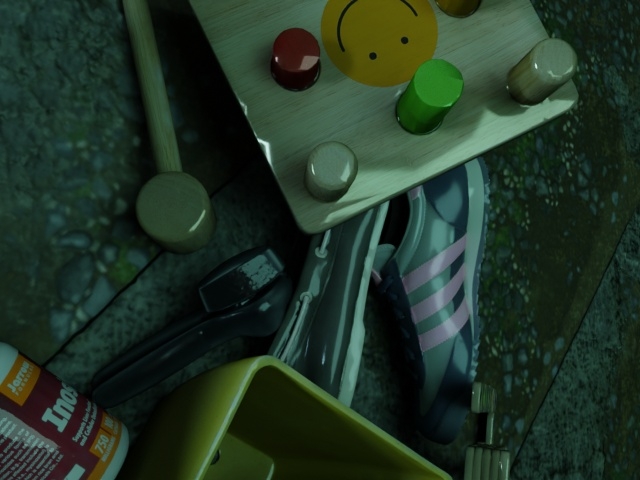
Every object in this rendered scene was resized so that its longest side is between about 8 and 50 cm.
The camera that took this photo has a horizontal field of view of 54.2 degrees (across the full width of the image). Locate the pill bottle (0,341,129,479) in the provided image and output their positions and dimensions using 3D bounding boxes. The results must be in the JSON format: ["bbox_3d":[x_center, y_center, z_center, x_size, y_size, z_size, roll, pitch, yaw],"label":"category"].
[{"bbox_3d":[-0.216,0.126,0.431,0.152,0.086,0.086,45,61,-25],"label":"pill bottle"}]

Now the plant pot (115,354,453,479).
[{"bbox_3d":[-0.062,0.223,0.473,0.212,0.187,0.212,39,64,-26],"label":"plant pot"}]

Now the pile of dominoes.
[{"bbox_3d":[0.184,0.253,0.661,0.251,0.040,0.196,36,59,-66],"label":"pile of dominoes"}]

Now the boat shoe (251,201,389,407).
[{"bbox_3d":[0.000,0.000,0.591,0.095,0.112,0.335,13,72,-11],"label":"boat shoe"}]

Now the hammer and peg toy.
[{"bbox_3d":[-0.007,-0.149,0.498,0.361,0.127,0.266,-25,86,-6],"label":"hammer and peg toy"}]

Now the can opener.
[{"bbox_3d":[-0.103,0.074,0.511,0.186,0.059,0.073,-33,102,-3],"label":"can opener"}]

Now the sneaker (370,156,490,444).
[{"bbox_3d":[0.101,0.059,0.684,0.131,0.112,0.319,4,86,-9],"label":"sneaker"}]
